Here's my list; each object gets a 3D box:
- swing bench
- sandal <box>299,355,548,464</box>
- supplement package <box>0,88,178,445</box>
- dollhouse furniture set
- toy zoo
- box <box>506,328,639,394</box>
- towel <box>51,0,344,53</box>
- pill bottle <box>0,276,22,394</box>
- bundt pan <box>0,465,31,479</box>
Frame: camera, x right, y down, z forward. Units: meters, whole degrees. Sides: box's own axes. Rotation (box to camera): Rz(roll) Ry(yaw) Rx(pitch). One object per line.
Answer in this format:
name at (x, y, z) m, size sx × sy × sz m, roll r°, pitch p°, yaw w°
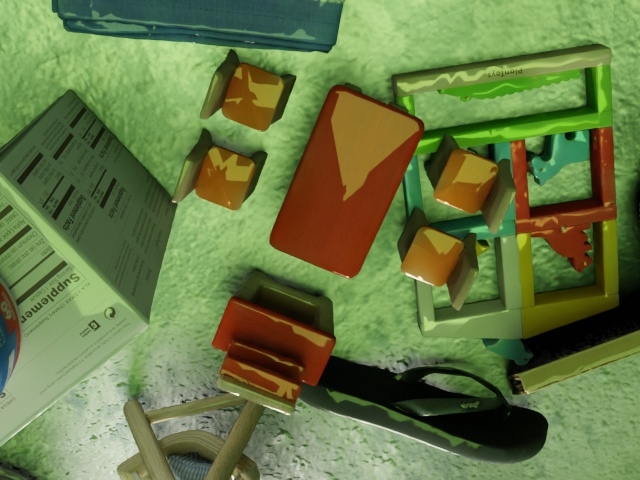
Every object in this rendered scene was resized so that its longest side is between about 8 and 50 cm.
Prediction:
swing bench at (-0.079, 0.293, 0.868) m, size 0.165 × 0.255 × 0.253 m, roll -14°, pitch 110°, yaw 1°
sandal at (0.102, 0.150, 0.914) m, size 0.254 × 0.097 × 0.054 m, roll 15°, pitch 108°, yaw -9°
supplement package at (-0.241, 0.024, 0.754) m, size 0.204 × 0.262 × 0.145 m, roll -38°, pitch 107°, yaw 10°
dollhouse furniture set at (0.000, 0.000, 0.813) m, size 0.262 × 0.135 × 0.259 m, roll 21°, pitch 112°, yaw -3°
toy zoo at (0.175, -0.020, 0.894) m, size 0.192 × 0.030 × 0.293 m, roll -9°, pitch 111°, yaw -1°
box at (0.271, 0.098, 0.883) m, size 0.201 × 0.164 × 0.021 m, roll -21°, pitch 79°, yaw 3°
towel at (-0.085, -0.322, 0.761) m, size 0.243 × 0.040 × 0.336 m, roll 5°, pitch 109°, yaw -7°
pill bottle at (-0.245, 0.089, 0.518) m, size 0.124 × 0.221 × 0.124 m, roll -1°, pitch 110°, yaw -3°
bundt pan at (-0.404, 0.355, 0.911) m, size 0.331 × 0.124 × 0.331 m, roll -1°, pitch 102°, yaw -3°
